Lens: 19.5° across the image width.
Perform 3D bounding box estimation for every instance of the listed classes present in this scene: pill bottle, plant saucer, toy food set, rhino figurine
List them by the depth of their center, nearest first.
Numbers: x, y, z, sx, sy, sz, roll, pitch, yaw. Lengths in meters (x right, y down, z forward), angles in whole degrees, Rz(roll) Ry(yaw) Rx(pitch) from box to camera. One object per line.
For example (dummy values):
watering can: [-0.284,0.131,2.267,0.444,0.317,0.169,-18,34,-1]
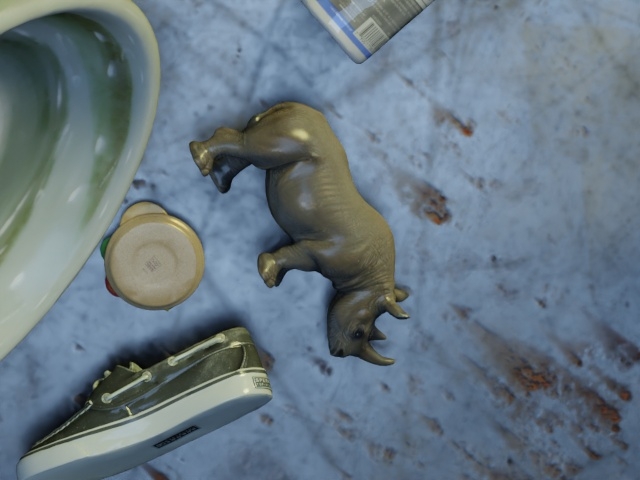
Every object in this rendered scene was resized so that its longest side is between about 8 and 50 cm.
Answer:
plant saucer: [-0.281,-0.030,1.318,0.100,0.400,0.400,37,99,17]
pill bottle: [0.055,-0.207,1.428,0.137,0.078,0.078,-41,103,5]
rhino figurine: [0.000,0.000,1.475,0.106,0.073,0.243,-29,105,5]
toy food set: [-0.135,0.017,1.494,0.083,0.020,0.082,33,99,-11]

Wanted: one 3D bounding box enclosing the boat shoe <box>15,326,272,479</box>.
boat shoe: [-0.147,0.136,1.500,0.219,0.078,0.070,-23,69,4]
